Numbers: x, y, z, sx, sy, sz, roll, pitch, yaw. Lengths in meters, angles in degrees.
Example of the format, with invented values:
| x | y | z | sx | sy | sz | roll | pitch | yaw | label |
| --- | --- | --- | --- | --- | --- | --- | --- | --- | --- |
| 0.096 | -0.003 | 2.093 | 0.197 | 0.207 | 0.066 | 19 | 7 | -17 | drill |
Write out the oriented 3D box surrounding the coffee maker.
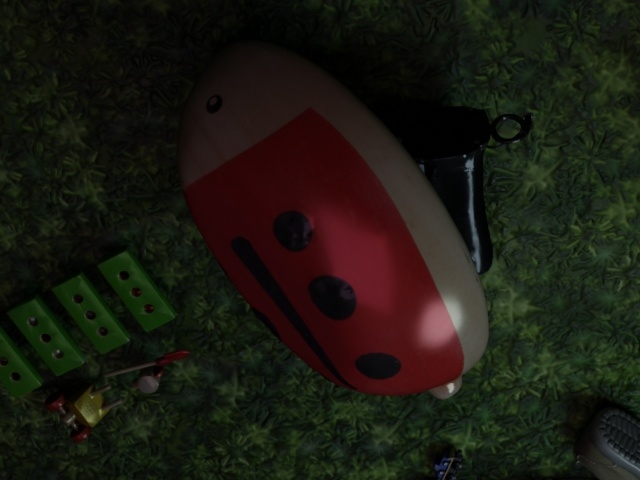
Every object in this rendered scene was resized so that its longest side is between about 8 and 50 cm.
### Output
| x | y | z | sx | sy | sz | roll | pitch | yaw | label |
| --- | --- | --- | --- | --- | --- | --- | --- | --- | --- |
| 0.148 | -0.048 | 1.504 | 0.171 | 0.120 | 0.178 | 7 | 133 | 22 | coffee maker |

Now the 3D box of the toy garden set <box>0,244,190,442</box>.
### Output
| x | y | z | sx | sy | sz | roll | pitch | yaw | label |
| --- | --- | --- | --- | --- | --- | --- | --- | --- | --- |
| -0.282 | 0.131 | 1.686 | 0.244 | 0.049 | 0.204 | -26 | 114 | 16 | toy garden set |

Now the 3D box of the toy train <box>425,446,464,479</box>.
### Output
| x | y | z | sx | sy | sz | roll | pitch | yaw | label |
| --- | --- | --- | --- | --- | --- | --- | --- | --- | --- |
| 0.149 | 0.333 | 1.794 | 0.036 | 0.027 | 0.158 | 23 | 120 | 2 | toy train |

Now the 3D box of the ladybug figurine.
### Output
| x | y | z | sx | sy | sz | roll | pitch | yaw | label |
| --- | --- | --- | --- | --- | --- | --- | --- | --- | --- |
| 0.000 | 0.000 | 1.445 | 0.449 | 0.162 | 0.305 | 52 | 150 | -4 | ladybug figurine |

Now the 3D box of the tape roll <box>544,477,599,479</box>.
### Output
| x | y | z | sx | sy | sz | roll | pitch | yaw | label |
| --- | --- | --- | --- | --- | --- | --- | --- | --- | --- |
| 0.340 | 0.456 | 1.813 | 0.286 | 0.100 | 0.286 | 2 | 121 | 3 | tape roll |

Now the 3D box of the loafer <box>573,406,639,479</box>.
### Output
| x | y | z | sx | sy | sz | roll | pitch | yaw | label |
| --- | --- | --- | --- | --- | --- | --- | --- | --- | --- |
| 0.427 | 0.308 | 1.739 | 0.251 | 0.094 | 0.087 | 40 | 139 | -9 | loafer |
